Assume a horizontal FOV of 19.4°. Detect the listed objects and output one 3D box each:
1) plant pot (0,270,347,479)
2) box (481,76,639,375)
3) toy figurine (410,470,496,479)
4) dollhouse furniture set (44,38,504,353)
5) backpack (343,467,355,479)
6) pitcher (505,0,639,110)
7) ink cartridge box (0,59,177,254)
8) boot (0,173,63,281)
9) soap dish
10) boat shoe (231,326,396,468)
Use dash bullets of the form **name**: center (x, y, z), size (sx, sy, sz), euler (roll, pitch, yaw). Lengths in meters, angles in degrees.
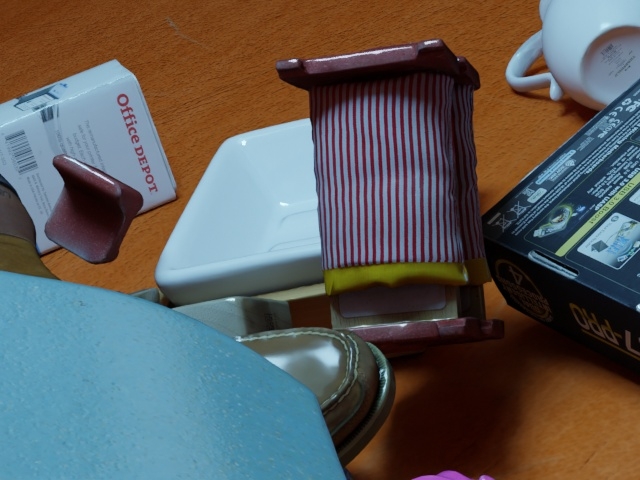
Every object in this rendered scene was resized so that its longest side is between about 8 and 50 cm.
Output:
- **plant pot**: center (-0.117, 0.170, 0.984), size (0.252, 0.248, 0.247), euler (3, 25, -13)
- **box**: center (0.347, -0.058, 1.316), size (0.395, 0.097, 0.318), euler (-41, 33, -15)
- **toy figurine**: center (0.067, 0.203, 1.007), size (0.173, 0.159, 0.130), euler (-25, 25, -13)
- **dollhouse furniture set**: center (-0.066, -0.006, 1.321), size (0.374, 0.201, 0.152), euler (-8, -6, 17)
- **backpack**: center (-0.023, 0.188, 1.167), size (0.084, 0.105, 0.114), euler (10, 48, 41)
- **pitcher**: center (0.249, -0.183, 1.759), size (0.178, 0.125, 0.207), euler (-49, 19, 19)
- **ink cartridge box**: center (-0.256, -0.076, 1.840), size (0.190, 0.140, 0.082), euler (-23, 23, -12)
- **boot**: center (-0.298, 0.046, 1.260), size (0.264, 0.096, 0.280), euler (-5, 28, -24)
- **soap dish**: center (0.000, 0.000, 1.529), size (0.229, 0.118, 0.291), euler (-11, 26, 16)
- **boat shoe**: center (-0.109, 0.117, 1.131), size (0.307, 0.104, 0.111), euler (-22, 44, 13)
